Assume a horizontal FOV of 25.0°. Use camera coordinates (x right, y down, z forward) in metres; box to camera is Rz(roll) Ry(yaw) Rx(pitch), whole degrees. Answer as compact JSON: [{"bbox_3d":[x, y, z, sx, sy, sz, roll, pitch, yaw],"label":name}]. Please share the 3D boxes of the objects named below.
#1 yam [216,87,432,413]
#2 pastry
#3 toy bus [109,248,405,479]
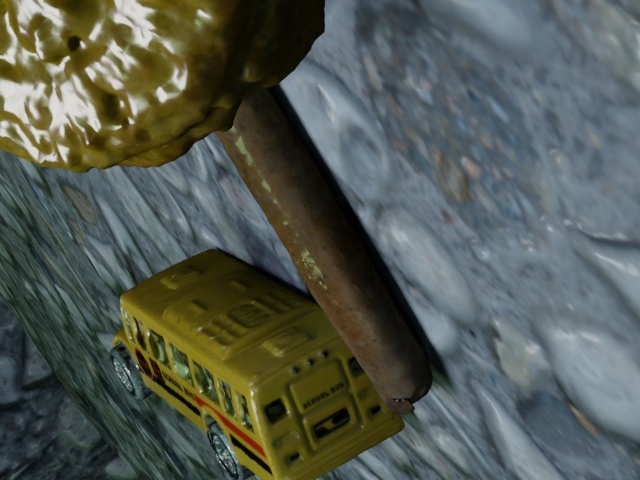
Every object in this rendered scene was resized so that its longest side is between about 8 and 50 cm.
[{"bbox_3d":[0.000,0.000,0.898,0.264,0.046,0.046,58,163,-21],"label":"yam"},{"bbox_3d":[-0.102,-0.148,0.594,0.240,0.132,0.235,44,137,-10],"label":"pastry"},{"bbox_3d":[-0.072,0.091,1.159,0.335,0.121,0.123,25,139,58],"label":"toy bus"}]
